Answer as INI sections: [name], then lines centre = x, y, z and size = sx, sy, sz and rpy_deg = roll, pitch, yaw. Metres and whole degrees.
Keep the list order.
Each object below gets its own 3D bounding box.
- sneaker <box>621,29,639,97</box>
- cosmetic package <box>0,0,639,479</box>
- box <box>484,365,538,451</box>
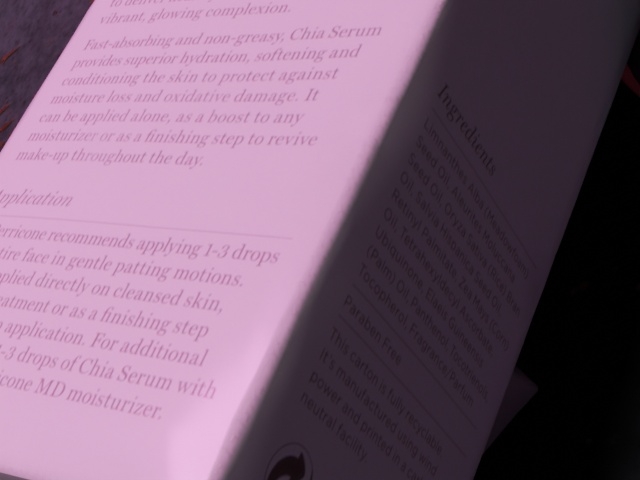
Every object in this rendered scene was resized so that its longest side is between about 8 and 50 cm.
[sneaker]
centre = 0.194, -0.188, 0.826
size = 0.136, 0.116, 0.314
rpy_deg = -34, 37, 39
[cosmetic package]
centre = -0.004, -0.056, 0.624
size = 0.230, 0.161, 0.453
rpy_deg = 5, 59, 38
[box]
centre = 0.022, 0.086, 0.752
size = 0.130, 0.170, 0.091
rpy_deg = -52, 42, 6
